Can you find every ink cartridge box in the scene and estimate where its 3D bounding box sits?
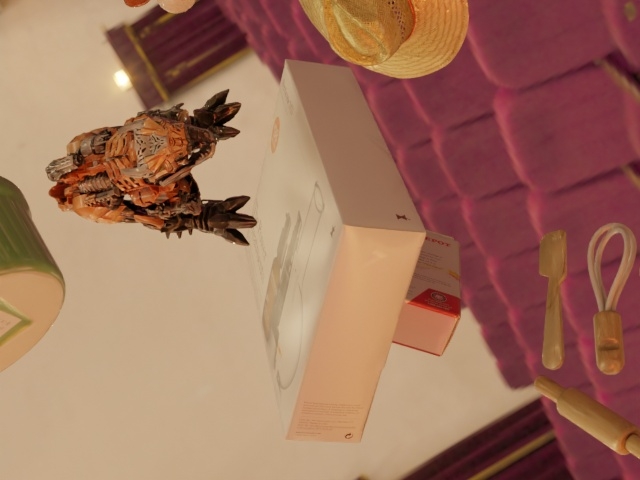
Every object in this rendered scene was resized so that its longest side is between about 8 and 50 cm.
[{"bbox_3d":[0.112,0.056,1.411,0.175,0.127,0.072,-78,6,-58],"label":"ink cartridge box"}]

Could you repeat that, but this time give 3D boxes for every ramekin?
[{"bbox_3d":[-0.470,0.070,1.358,0.148,0.303,0.303,51,178,20],"label":"ramekin"}]

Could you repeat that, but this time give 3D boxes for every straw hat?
[{"bbox_3d":[0.032,-0.159,0.767,0.144,0.144,0.061,58,-136,-28],"label":"straw hat"}]

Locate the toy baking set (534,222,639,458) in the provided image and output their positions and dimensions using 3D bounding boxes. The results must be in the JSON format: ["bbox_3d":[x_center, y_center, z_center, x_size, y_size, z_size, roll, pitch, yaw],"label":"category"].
[{"bbox_3d":[0.280,0.088,1.010,0.030,0.196,0.256,21,-177,-36],"label":"toy baking set"}]

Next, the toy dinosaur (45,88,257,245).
[{"bbox_3d":[-0.195,-0.079,1.137,0.322,0.218,0.164,20,109,51],"label":"toy dinosaur"}]

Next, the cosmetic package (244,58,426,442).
[{"bbox_3d":[0.000,0.000,1.255,0.377,0.097,0.284,-108,29,-55],"label":"cosmetic package"}]

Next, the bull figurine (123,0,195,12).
[{"bbox_3d":[-0.179,-0.351,1.143,0.310,0.101,0.188,-117,17,-66],"label":"bull figurine"}]
